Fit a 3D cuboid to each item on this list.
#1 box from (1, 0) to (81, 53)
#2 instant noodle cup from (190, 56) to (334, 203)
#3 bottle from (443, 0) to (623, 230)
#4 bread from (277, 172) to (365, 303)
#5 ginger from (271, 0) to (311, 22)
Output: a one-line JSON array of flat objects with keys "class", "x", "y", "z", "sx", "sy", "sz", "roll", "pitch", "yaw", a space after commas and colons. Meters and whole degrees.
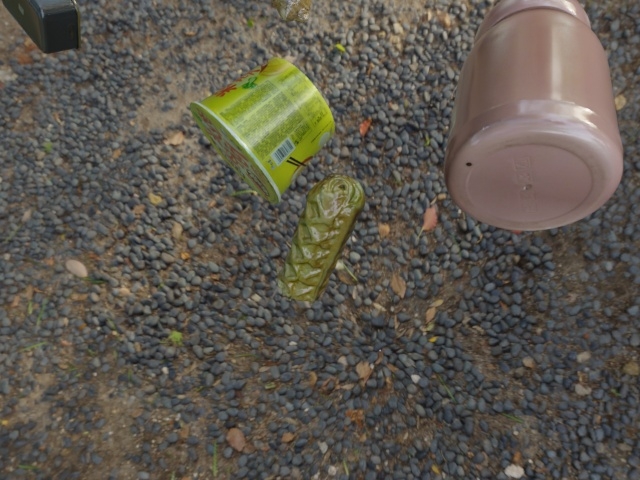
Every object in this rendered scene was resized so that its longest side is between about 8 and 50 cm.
[{"class": "box", "x": -0.664, "y": -0.554, "z": 1.090, "sx": 0.090, "sy": 0.144, "sz": 0.201, "roll": -36, "pitch": 84, "yaw": -36}, {"class": "instant noodle cup", "x": -0.124, "y": -0.268, "z": 1.099, "sx": 0.221, "sy": 0.311, "sz": 0.311, "roll": -43, "pitch": 75, "yaw": -11}, {"class": "bottle", "x": 0.239, "y": -0.168, "z": 0.567, "sx": 0.173, "sy": 0.206, "sz": 0.296, "roll": 27, "pitch": 57, "yaw": -18}, {"class": "bread", "x": -0.001, "y": 0.000, "z": 0.775, "sx": 0.098, "sy": 0.269, "sz": 0.087, "roll": 5, "pitch": 47, "yaw": -17}, {"class": "ginger", "x": -0.055, "y": -0.526, "z": 0.942, "sx": 0.096, "sy": 0.067, "sz": 0.165, "roll": 15, "pitch": 89, "yaw": -10}]
